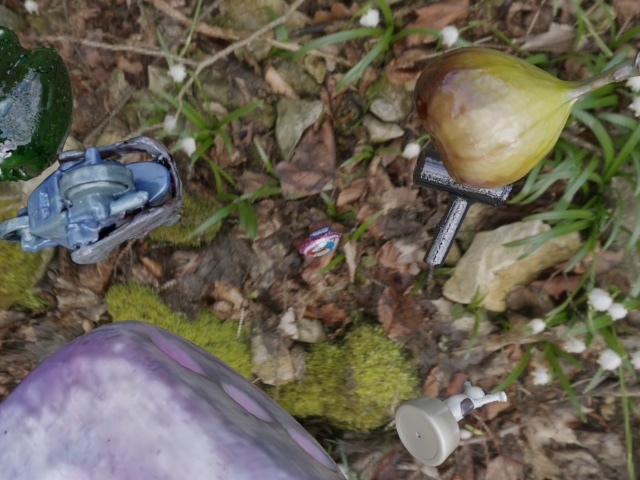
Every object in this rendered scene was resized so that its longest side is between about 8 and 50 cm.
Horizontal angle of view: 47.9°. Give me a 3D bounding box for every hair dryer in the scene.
[{"bbox_3d":[0.276,-0.058,1.538,0.197,0.089,0.251,16,107,-4],"label":"hair dryer"}]

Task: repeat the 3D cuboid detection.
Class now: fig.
[{"bbox_3d":[0.208,-0.131,0.755,0.143,0.231,0.160,-46,125,-29],"label":"fig"}]

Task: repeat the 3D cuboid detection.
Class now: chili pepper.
[{"bbox_3d":[-0.574,-0.236,1.287,0.233,0.249,0.256,25,68,-44],"label":"chili pepper"}]

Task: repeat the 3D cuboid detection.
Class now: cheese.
[{"bbox_3d":[0.000,0.000,1.462,0.095,0.145,0.038,-23,75,-5],"label":"cheese"}]

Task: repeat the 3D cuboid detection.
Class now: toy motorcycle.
[{"bbox_3d":[-0.356,-0.036,1.179,0.241,0.319,0.181,33,51,-35],"label":"toy motorcycle"}]

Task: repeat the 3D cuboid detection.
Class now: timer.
[{"bbox_3d":[0.348,0.450,1.891,0.266,0.175,0.175,-22,84,-33],"label":"timer"}]

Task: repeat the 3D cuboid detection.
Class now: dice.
[{"bbox_3d":[-0.149,0.257,0.666,0.270,0.271,0.270,37,87,29],"label":"dice"}]
